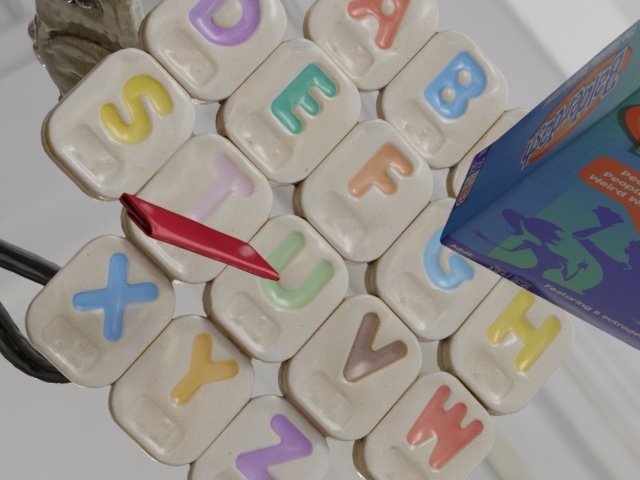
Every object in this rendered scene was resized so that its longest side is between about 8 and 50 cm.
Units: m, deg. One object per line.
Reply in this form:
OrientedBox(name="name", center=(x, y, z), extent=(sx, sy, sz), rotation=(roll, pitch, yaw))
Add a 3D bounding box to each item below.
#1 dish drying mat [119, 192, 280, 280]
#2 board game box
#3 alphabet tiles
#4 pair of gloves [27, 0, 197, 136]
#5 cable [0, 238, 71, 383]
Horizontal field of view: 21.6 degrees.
OrientedBox(name="dish drying mat", center=(-0.054, 0.000, 0.750), extent=(0.083, 0.008, 0.032), rotation=(24, 15, -48))
OrientedBox(name="board game box", center=(0.153, -0.010, 0.580), extent=(0.160, 0.047, 0.210), rotation=(28, -23, -8))
OrientedBox(name="alphabet tiles", center=(0.000, 0.000, 0.849), extent=(0.284, 0.278, 0.021), rotation=(47, -18, -12))
OrientedBox(name="pair of gloves", center=(-0.184, -0.136, 0.968), extent=(0.240, 0.042, 0.204), rotation=(23, -24, 18))
OrientedBox(name="cable", center=(-0.241, -0.014, 0.973), extent=(0.287, 0.139, 0.072), rotation=(23, 0, -36))
